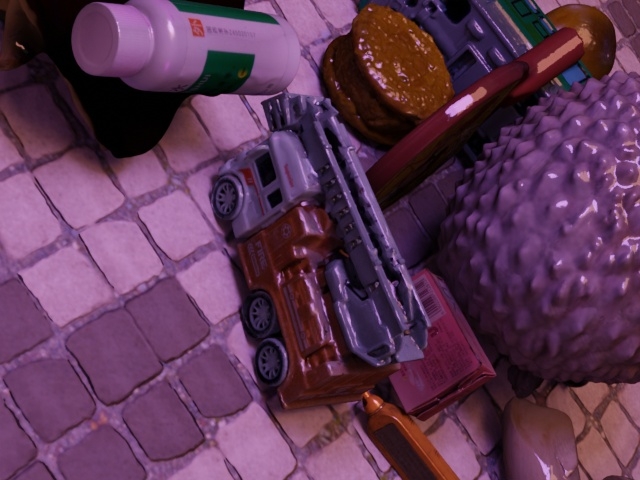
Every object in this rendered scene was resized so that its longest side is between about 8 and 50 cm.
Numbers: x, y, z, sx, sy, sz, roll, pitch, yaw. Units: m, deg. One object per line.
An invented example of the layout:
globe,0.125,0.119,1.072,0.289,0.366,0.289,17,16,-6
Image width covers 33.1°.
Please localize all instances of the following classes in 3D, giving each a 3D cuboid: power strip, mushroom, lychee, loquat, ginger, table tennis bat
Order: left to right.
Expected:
ginger,-0.243,-0.321,1.153,0.358,0.211,0.414,-37,130,-43
power strip,0.103,0.243,1.246,0.178,0.049,0.028,52,36,-6
table tennis bat,0.182,-0.151,1.360,0.414,0.268,0.051,-36,82,-24
mushroom,0.274,0.317,1.330,0.108,0.096,0.247,50,38,-47
loquat,0.424,-0.324,1.829,0.152,0.152,0.195,59,36,2
lychee,0.337,0.003,1.349,0.380,0.432,0.380,24,10,-4

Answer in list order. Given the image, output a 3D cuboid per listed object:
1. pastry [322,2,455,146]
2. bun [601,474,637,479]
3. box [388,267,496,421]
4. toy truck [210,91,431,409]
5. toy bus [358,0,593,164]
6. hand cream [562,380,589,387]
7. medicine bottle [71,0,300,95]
pastry,0.092,-0.224,1.482,0.188,0.103,0.189,23,51,-31
bun,0.431,0.384,1.418,0.173,0.113,0.167,8,60,-43
box,0.123,0.123,1.265,0.060,0.111,0.156,35,26,-55
toy truck,0.000,0.000,1.196,0.133,0.184,0.338,1,64,-43
toy bus,0.242,-0.284,1.589,0.344,0.183,0.199,54,43,3
hand cream,0.381,0.152,1.569,0.087,0.054,0.186,54,35,-9
medicine bottle,-0.130,-0.196,1.092,0.260,0.095,0.095,-5,69,-53
